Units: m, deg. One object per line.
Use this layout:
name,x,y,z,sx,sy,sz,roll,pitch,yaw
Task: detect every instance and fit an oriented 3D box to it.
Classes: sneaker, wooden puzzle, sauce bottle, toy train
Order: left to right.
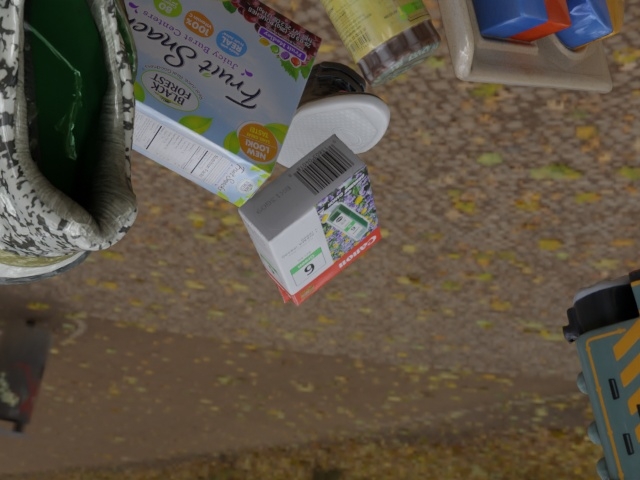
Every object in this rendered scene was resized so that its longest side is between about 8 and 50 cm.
sneaker,-0.158,-0.171,0.519,0.158,0.410,0.182,-17,-166,-38
sneaker,0.023,-0.196,1.314,0.105,0.146,0.296,33,161,-19
sauce bottle,0.023,-0.361,1.155,0.111,0.344,0.111,-30,-177,2
wooden puzzle,0.200,-0.311,0.921,0.081,0.322,0.348,-16,174,37
toy train,0.347,0.172,0.896,0.190,0.333,0.142,-20,156,24

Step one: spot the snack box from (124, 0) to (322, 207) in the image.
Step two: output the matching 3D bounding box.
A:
snack box,-0.119,-0.153,0.821,0.207,0.174,0.070,28,144,-14

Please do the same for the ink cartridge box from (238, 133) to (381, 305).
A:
ink cartridge box,0.000,0.000,0.503,0.029,0.063,0.115,46,168,27
